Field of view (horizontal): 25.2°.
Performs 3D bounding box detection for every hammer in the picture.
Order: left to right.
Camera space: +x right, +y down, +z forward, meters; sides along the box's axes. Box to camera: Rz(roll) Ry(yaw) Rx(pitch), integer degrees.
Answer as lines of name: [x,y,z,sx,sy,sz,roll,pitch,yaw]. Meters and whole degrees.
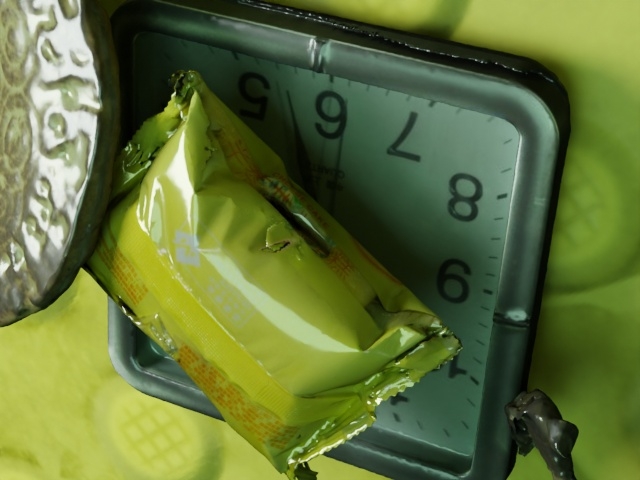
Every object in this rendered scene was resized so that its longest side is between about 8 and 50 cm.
hammer: [0.164,0.219,0.770,0.027,0.125,0.297,-22,94,-1]

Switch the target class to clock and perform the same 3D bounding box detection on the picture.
clock: [0.000,0.000,0.838,0.273,0.049,0.279,17,122,20]

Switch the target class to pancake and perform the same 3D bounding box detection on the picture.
pancake: [-0.212,-0.088,0.841,0.288,0.033,0.286,1,98,44]

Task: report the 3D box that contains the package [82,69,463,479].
package: [-0.041,0.026,0.787,0.226,0.090,0.168,48,130,5]
